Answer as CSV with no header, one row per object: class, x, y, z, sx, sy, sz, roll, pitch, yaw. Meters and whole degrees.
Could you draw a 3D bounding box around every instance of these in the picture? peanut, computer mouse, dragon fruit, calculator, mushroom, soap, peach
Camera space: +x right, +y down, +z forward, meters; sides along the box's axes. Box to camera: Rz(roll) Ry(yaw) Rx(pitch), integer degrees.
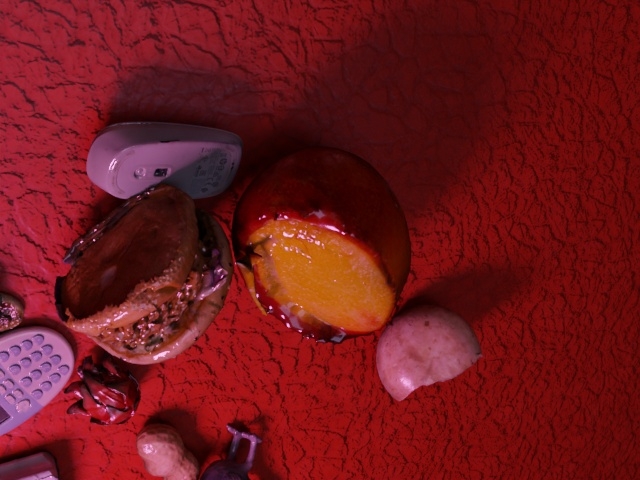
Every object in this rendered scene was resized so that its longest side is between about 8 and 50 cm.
peanut,-0.332,0.491,1.663,0.104,0.085,0.228,-29,123,-5
computer mouse,-0.288,-0.155,1.394,0.288,0.097,0.159,-6,136,-34
dragon fruit,-0.432,0.307,1.520,0.142,0.130,0.121,28,130,-34
calculator,-0.621,0.281,1.449,0.302,0.042,0.188,-33,123,-11
mushroom,0.243,0.252,1.813,0.253,0.195,0.189,-23,87,-10
soap,-0.654,0.532,1.510,0.261,0.094,0.150,-13,116,-22
peach,0.007,-0.003,1.479,0.335,0.310,0.406,-15,133,21

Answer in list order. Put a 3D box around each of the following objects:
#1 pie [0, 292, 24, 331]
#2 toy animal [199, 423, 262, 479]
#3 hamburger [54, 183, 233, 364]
pie,-0.600,0.137,1.408,0.084,0.021,0.084,-10,115,-22
toy animal,-0.196,0.534,1.735,0.367,0.081,0.206,19,80,-56
hamburger,-0.314,0.073,1.350,0.318,0.277,0.195,-33,137,4
